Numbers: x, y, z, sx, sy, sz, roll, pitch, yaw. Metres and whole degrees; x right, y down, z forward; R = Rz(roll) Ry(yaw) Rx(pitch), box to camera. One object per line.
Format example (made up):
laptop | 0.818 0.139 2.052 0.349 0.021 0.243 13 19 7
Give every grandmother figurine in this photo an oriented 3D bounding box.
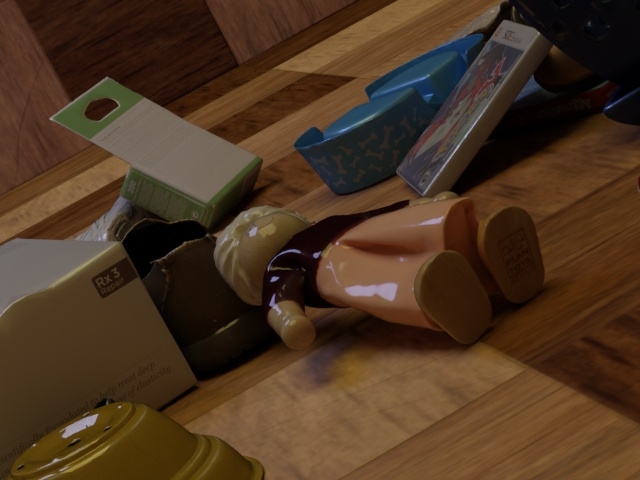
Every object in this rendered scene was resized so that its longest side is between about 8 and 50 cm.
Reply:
grandmother figurine | 0.031 0.014 1.570 0.208 0.104 0.342 -25 16 -33

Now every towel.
towel | 0.197 -0.257 2.488 0.187 0.049 0.282 -32 6 39

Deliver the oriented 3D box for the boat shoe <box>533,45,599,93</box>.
boat shoe | 0.301 -0.215 1.971 0.207 0.073 0.073 -38 -23 -8

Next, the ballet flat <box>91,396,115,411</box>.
ballet flat | -0.227 0.190 1.577 0.173 0.049 0.057 -34 12 -28

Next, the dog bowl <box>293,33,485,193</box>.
dog bowl | 0.095 -0.144 2.239 0.166 0.074 0.297 -17 15 43

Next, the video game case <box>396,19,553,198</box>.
video game case | 0.154 -0.134 1.968 0.201 0.023 0.183 -55 11 4

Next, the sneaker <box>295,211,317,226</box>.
sneaker | 0.000 0.000 1.837 0.134 0.070 0.051 -21 11 24

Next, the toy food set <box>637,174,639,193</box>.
toy food set | 0.294 -0.058 1.488 0.122 0.019 0.078 -32 37 8

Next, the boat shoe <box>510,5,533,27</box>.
boat shoe | 0.344 -0.327 2.442 0.307 0.111 0.104 -43 -14 -26

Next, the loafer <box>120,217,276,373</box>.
loafer | -0.129 0.028 1.854 0.134 0.130 0.366 -31 12 -15

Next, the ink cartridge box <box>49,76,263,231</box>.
ink cartridge box | -0.208 -0.107 2.423 0.171 0.235 0.056 -49 -17 -59

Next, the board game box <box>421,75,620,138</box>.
board game box | 0.246 -0.157 2.064 0.145 0.027 0.281 -37 15 -34

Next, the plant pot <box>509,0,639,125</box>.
plant pot | 0.326 -0.252 1.776 0.236 0.212 0.236 -32 6 31

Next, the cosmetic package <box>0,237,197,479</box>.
cosmetic package | -0.291 0.111 1.817 0.217 0.156 0.385 -32 13 -17

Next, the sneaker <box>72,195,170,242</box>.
sneaker | -0.257 -0.007 2.418 0.115 0.090 0.232 -26 10 24

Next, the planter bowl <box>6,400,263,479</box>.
planter bowl | -0.157 0.176 1.375 0.217 0.090 0.217 -27 11 6
